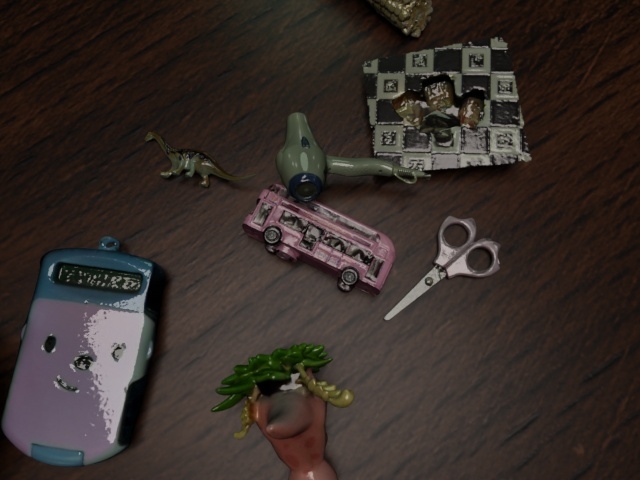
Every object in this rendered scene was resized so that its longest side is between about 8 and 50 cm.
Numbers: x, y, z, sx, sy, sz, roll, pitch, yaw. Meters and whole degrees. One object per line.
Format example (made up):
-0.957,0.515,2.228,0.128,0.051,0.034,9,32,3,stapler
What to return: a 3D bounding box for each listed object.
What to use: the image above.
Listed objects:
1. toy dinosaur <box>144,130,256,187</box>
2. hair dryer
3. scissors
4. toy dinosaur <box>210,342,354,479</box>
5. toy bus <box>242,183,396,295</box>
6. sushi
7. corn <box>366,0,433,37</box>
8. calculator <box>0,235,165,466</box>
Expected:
-0.178,-0.102,0.770,0.180,0.037,0.058,24,83,6,toy dinosaur
0.030,-0.125,0.750,0.199,0.067,0.167,-9,48,-18,hair dryer
0.158,0.047,0.751,0.189,0.015,0.100,-40,79,-7,scissors
-0.042,0.227,0.639,0.152,0.194,0.177,-12,56,-12,toy dinosaur
0.000,0.000,0.736,0.203,0.063,0.090,25,75,3,toy bus
0.174,-0.183,0.789,0.210,0.040,0.192,-7,78,5,sushi
0.083,-0.396,0.816,0.087,0.087,0.211,-44,80,-9,corn
-0.298,0.136,0.707,0.173,0.051,0.293,7,77,3,calculator
